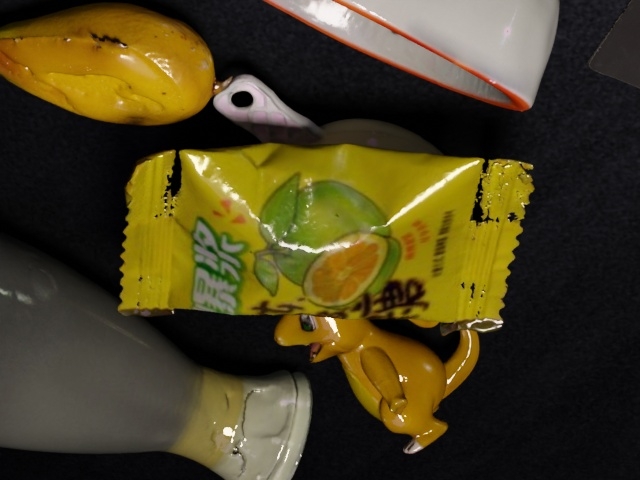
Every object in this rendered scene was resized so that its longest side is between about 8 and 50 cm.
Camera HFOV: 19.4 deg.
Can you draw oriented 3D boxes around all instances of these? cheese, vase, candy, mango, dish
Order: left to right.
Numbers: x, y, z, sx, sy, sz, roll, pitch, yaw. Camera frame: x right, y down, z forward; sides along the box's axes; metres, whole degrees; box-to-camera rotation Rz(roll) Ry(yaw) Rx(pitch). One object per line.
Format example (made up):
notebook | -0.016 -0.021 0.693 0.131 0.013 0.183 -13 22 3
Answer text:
mango | -0.157 -0.131 1.377 0.187 0.066 0.101 5 142 11
vase | -0.173 0.121 1.558 0.321 0.173 0.173 23 133 -19
candy | 0.000 0.000 1.384 0.297 0.081 0.187 1 136 -6
cheese | 0.012 -0.051 1.428 0.227 0.064 0.137 38 126 -24
dish | 0.043 -0.187 1.202 0.256 0.256 0.117 25 92 -15

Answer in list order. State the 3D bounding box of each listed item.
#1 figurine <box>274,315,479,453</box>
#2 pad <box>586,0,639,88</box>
figurine | 0.052 0.078 1.540 0.176 0.121 0.122 40 99 -15
pad | 0.302 -0.130 1.350 0.193 0.004 0.116 22 132 -11
